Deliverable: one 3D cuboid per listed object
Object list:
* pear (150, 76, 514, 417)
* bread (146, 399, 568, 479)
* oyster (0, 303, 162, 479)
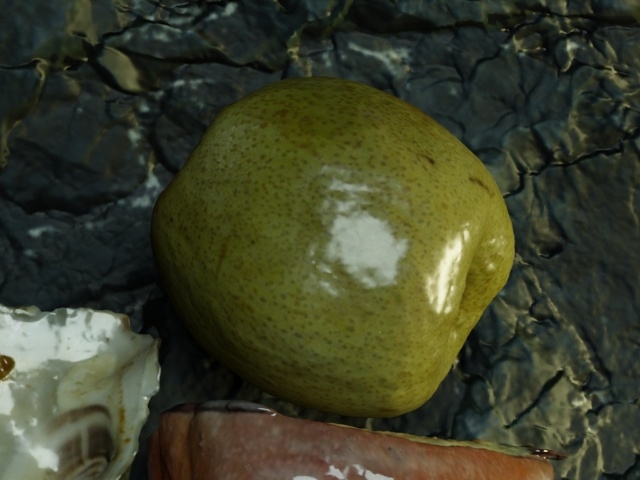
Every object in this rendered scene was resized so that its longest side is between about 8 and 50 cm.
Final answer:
[{"bbox_3d":[0.000,0.000,0.938,0.211,0.188,0.228,23,20,17],"label":"pear"},{"bbox_3d":[0.027,0.164,0.888,0.244,0.190,0.123,7,77,-14],"label":"bread"},{"bbox_3d":[-0.177,0.135,0.906,0.161,0.107,0.233,3,47,-7],"label":"oyster"}]
